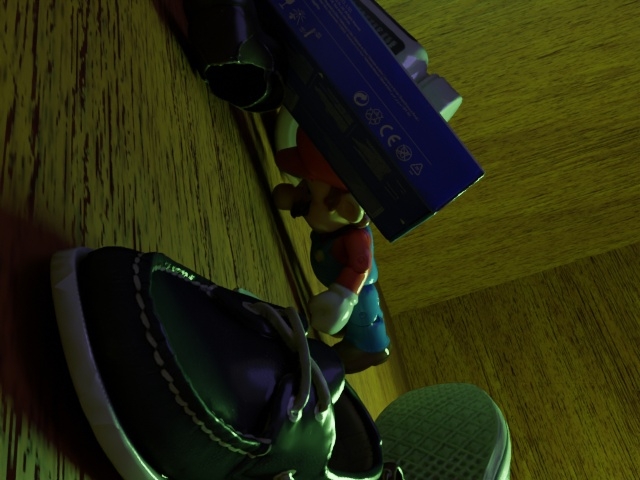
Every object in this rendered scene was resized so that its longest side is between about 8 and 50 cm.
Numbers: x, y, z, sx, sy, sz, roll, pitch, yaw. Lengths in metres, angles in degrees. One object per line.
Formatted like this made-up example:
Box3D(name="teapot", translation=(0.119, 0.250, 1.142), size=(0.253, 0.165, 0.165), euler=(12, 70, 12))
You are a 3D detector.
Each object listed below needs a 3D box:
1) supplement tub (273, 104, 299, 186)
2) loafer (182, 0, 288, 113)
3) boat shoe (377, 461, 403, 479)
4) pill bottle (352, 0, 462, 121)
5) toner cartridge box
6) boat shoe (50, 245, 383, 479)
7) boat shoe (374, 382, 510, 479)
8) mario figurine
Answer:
Box3D(name="supplement tub", translation=(0.032, -0.164, 1.474), size=(0.272, 0.191, 0.191), euler=(-82, 154, -79))
Box3D(name="loafer", translation=(-0.080, -0.157, 0.918), size=(0.220, 0.080, 0.078), euler=(46, 39, -74))
Box3D(name="boat shoe", translation=(0.048, 0.266, 0.688), size=(0.095, 0.095, 0.258), euler=(67, 7, -49))
Box3D(name="pill bottle", translation=(0.032, -0.228, 1.248), size=(0.283, 0.161, 0.161), euler=(46, 2, 7))
Box3D(name="toner cartridge box", translation=(0.014, -0.168, 1.021), size=(0.348, 0.075, 0.165), euler=(53, -14, 1))
Box3D(name="boat shoe", translation=(-0.033, 0.071, 0.472), size=(0.302, 0.091, 0.114), euler=(62, 12, -68))
Box3D(name="boat shoe", translation=(0.146, 0.338, 1.126), size=(0.500, 0.186, 0.156), euler=(-86, 164, -63))
Box3D(name="mario figurine", translation=(0.000, 0.000, 1.203), size=(0.198, 0.170, 0.321), euler=(23, -50, 46))
